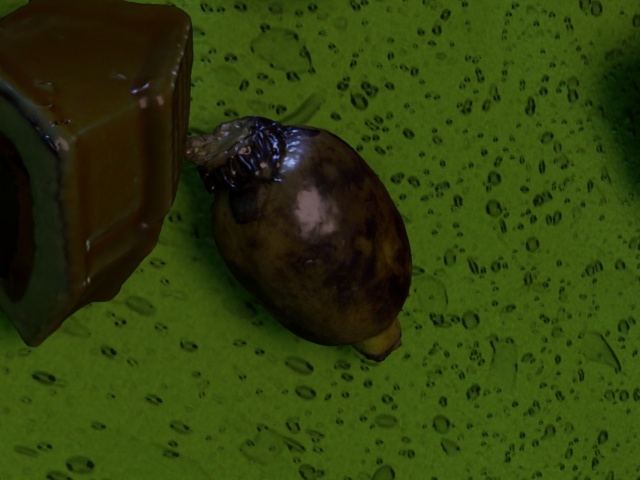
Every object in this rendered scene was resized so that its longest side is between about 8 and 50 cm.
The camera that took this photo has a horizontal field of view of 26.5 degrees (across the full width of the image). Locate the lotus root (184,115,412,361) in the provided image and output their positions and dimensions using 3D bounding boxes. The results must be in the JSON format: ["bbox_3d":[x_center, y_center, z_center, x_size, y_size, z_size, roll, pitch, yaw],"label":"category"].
[{"bbox_3d":[0.000,0.000,1.297,0.314,0.141,0.169,50,60,-29],"label":"lotus root"}]

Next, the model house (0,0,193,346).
[{"bbox_3d":[-0.200,-0.079,1.159,0.239,0.173,0.268,-35,141,-45],"label":"model house"}]
